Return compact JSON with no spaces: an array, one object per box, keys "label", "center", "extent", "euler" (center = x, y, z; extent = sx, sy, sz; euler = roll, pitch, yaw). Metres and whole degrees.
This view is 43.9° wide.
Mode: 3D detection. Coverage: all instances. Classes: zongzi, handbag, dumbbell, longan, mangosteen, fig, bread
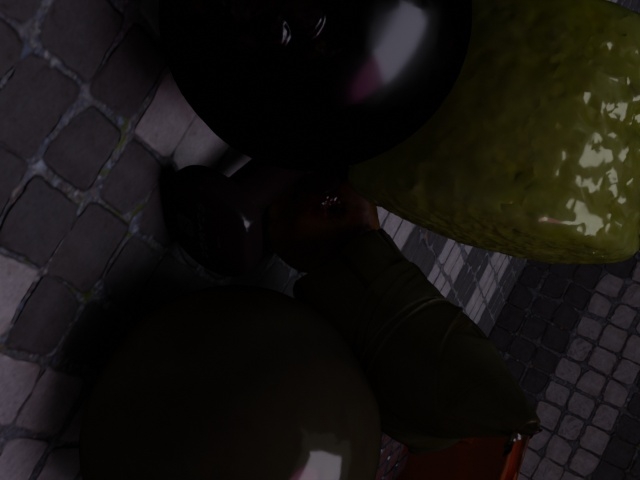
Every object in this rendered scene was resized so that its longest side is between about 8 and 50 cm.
[{"label":"zongzi","center":[0.181,0.229,1.030],"extent":[0.181,0.418,0.447],"euler":[-42,129,-8]},{"label":"handbag","center":[0.157,0.420,1.469],"extent":[0.116,0.410,0.303],"euler":[61,42,-35]},{"label":"dumbbell","center":[-0.070,-0.070,0.942],"extent":[0.225,0.124,0.140],"euler":[-44,148,-38]},{"label":"longan","center":[-0.099,0.230,0.909],"extent":[0.361,0.361,0.361],"euler":[-45,149,-37]},{"label":"mangosteen","center":[-0.002,-0.202,0.765],"extent":[0.297,0.297,0.313],"euler":[-59,165,-13]},{"label":"fig","center":[0.000,0.000,1.164],"extent":[0.159,0.159,0.257],"euler":[-51,169,-27]},{"label":"bread","center":[0.233,-0.136,0.940],"extent":[0.348,0.348,0.308],"euler":[12,98,-65]}]

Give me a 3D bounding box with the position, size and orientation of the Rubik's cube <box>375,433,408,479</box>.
[{"label":"Rubik's cube","center":[0.011,0.296,1.319],"extent":[0.237,0.237,0.238],"euler":[-24,133,-51]}]
